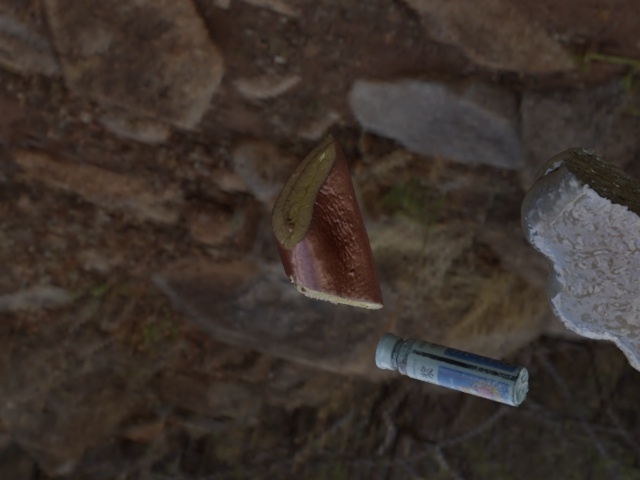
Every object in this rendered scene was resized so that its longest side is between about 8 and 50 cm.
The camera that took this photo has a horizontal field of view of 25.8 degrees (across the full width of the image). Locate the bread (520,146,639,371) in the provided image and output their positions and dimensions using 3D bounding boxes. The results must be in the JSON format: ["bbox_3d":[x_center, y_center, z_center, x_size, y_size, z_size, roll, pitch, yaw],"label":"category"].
[{"bbox_3d":[0.359,0.045,1.521,0.337,0.102,0.183,32,124,1],"label":"bread"}]

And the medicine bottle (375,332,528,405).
[{"bbox_3d":[0.162,0.157,1.727,0.191,0.051,0.051,14,160,28],"label":"medicine bottle"}]

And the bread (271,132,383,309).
[{"bbox_3d":[0.000,0.000,1.407,0.067,0.119,0.192,2,112,41],"label":"bread"}]
